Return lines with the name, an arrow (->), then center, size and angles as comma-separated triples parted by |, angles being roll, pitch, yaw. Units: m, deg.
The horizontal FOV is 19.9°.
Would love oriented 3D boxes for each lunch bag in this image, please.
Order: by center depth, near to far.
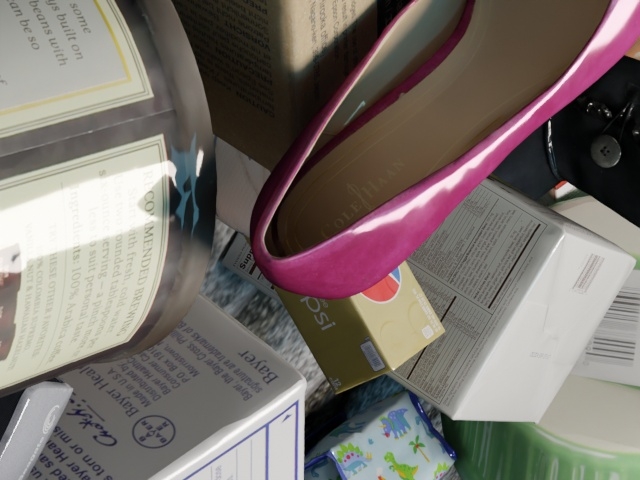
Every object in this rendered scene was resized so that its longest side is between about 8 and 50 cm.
lunch bag -> 0.018, 0.204, 1.554 | 0.129, 0.096, 0.151 | -31, 175, -44

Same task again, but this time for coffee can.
coffee can -> -0.206, -0.014, 0.659 | 0.275, 0.201, 0.201 | -19, 138, -40

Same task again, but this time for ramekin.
ramekin -> 0.252, 0.105, 1.538 | 0.303, 0.303, 0.148 | -45, 153, -25

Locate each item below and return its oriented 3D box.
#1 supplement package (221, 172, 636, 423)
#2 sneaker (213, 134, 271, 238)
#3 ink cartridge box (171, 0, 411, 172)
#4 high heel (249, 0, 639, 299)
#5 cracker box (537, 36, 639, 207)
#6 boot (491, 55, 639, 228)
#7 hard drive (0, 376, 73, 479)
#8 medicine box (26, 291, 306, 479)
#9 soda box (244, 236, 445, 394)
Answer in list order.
supplement package -> 0.081, 0.015, 1.291 | 0.149, 0.203, 0.194 | -60, 157, 6
sneaker -> -0.024, -0.131, 1.031 | 0.111, 0.129, 0.297 | -14, 114, -55
ink cartridge box -> -0.073, -0.157, 0.737 | 0.088, 0.235, 0.193 | -46, 156, -24
high heel -> 0.060, -0.080, 0.698 | 0.244, 0.082, 0.117 | -47, 170, 10
cracker box -> 0.251, -0.076, 1.640 | 0.156, 0.067, 0.232 | -39, 153, -9
boot -> 0.202, -0.044, 1.442 | 0.094, 0.207, 0.246 | -16, 135, -56
hard drive -> -0.243, 0.125, 0.792 | 0.254, 0.172, 0.054 | -55, -176, -9
medicine box -> -0.158, 0.195, 1.011 | 0.289, 0.149, 0.263 | -30, 141, -31
soda box -> 0.000, 0.000, 1.150 | 0.058, 0.181, 0.061 | -27, -176, 45
